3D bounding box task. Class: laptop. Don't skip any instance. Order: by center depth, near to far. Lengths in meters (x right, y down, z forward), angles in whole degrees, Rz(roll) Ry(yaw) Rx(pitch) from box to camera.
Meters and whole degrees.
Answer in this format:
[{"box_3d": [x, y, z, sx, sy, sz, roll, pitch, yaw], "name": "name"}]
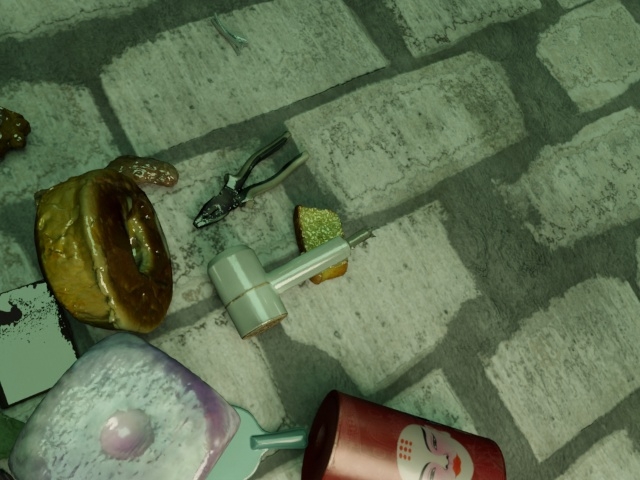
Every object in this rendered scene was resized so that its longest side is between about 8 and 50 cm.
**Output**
[{"box_3d": [-0.546, 0.188, 1.142, 0.154, 0.026, 0.207, -21, 78, -24], "name": "laptop"}]

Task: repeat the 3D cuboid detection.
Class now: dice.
[{"box_3d": [-0.311, 0.334, 1.009, 0.270, 0.271, 0.270, 34, 65, 4], "name": "dice"}]

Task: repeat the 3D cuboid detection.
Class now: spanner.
[{"box_3d": [-0.158, -0.131, 1.363, 0.095, 0.040, 0.325, 46, 64, 2], "name": "spanner"}]

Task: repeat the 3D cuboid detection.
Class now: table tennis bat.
[{"box_3d": [-0.144, 0.390, 1.179, 0.244, 0.040, 0.153, -2, 70, -13], "name": "table tennis bat"}]

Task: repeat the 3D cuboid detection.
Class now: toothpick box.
[{"box_3d": [0.152, 0.428, 1.160, 0.333, 0.204, 0.204, 19, 66, -10], "name": "toothpick box"}]

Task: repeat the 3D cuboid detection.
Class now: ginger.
[{"box_3d": [-0.432, -0.118, 1.248, 0.290, 0.122, 0.084, -20, 109, -25], "name": "ginger"}]

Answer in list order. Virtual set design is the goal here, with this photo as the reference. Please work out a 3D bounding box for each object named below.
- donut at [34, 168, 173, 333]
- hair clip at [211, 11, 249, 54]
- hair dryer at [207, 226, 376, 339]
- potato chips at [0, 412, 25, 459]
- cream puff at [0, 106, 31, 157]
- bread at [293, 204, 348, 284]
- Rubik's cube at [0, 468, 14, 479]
[{"box_3d": [-0.383, 0.020, 1.090, 0.160, 0.330, 0.330, -7, 71, 5], "name": "donut"}, {"box_3d": [-0.221, -0.505, 1.490, 0.115, 0.030, 0.039, 48, 46, 2], "name": "hair clip"}, {"box_3d": [-0.041, 0.046, 1.268, 0.357, 0.107, 0.173, -27, 80, -12], "name": "hair dryer"}, {"box_3d": [-0.614, 0.331, 1.036, 0.228, 0.059, 0.167, -14, 65, -29], "name": "potato chips"}, {"box_3d": [-0.647, -0.220, 1.229, 0.122, 0.094, 0.116, -31, 77, 0], "name": "cream puff"}, {"box_3d": [0.000, 0.000, 1.352, 0.103, 0.065, 0.187, -7, 71, -13], "name": "bread"}, {"box_3d": [-0.525, 0.503, 0.920, 0.231, 0.224, 0.221, -38, 86, -26], "name": "Rubik's cube"}]
